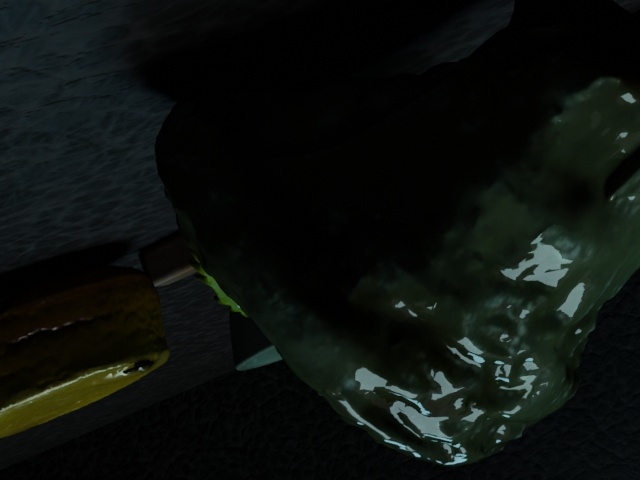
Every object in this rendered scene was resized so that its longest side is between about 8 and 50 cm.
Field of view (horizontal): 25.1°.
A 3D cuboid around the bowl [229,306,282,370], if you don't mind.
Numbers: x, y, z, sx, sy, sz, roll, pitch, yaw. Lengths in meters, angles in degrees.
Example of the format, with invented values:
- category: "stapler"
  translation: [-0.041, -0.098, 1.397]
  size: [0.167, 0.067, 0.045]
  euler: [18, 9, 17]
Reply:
- category: "bowl"
  translation: [-0.001, 0.047, 1.845]
  size: [0.289, 0.146, 0.289]
  euler: [-22, 171, -4]

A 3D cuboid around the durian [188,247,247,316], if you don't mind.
- category: "durian"
  translation: [-0.006, -0.006, 1.369]
  size: [0.157, 0.170, 0.355]
  euler: [-18, 170, -39]

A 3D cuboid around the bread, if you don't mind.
- category: "bread"
  translation: [-0.291, 0.113, 1.514]
  size: [0.269, 0.143, 0.195]
  euler: [-21, 170, -18]

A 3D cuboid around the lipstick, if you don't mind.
- category: "lipstick"
  translation: [-0.128, 0.005, 1.577]
  size: [0.145, 0.045, 0.045]
  euler: [-24, 170, 25]

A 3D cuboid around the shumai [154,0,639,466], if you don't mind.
- category: "shumai"
  translation: [0.109, -0.044, 1.035]
  size: [0.323, 0.324, 0.397]
  euler: [-41, 145, 19]
